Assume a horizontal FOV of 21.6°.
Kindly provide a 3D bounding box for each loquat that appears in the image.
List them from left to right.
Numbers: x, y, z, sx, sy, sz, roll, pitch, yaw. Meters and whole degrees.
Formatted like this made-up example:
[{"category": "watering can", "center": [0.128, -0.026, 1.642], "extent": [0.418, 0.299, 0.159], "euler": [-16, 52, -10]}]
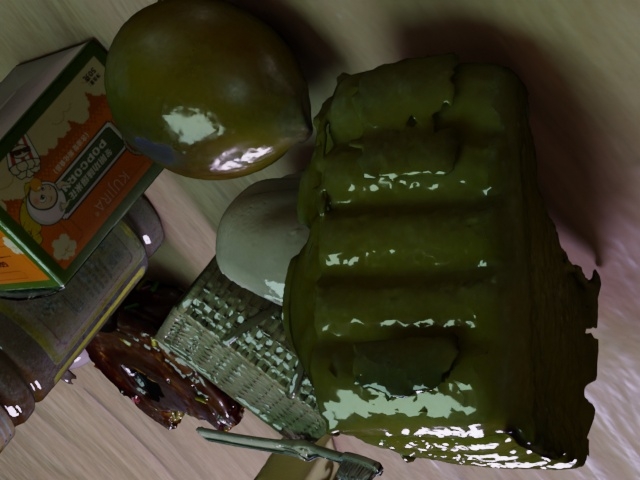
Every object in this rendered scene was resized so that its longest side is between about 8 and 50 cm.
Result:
[{"category": "loquat", "center": [-0.087, -0.118, 1.341], "extent": [0.195, 0.152, 0.152], "euler": [11, 145, 30]}]

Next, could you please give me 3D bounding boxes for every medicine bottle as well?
[{"category": "medicine bottle", "center": [-0.309, 0.073, 1.735], "extent": [0.151, 0.322, 0.151], "euler": [29, 154, 16]}]

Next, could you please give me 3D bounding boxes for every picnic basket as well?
[{"category": "picnic basket", "center": [-0.038, 0.086, 1.634], "extent": [0.196, 0.134, 0.154], "euler": [37, 153, -1]}]

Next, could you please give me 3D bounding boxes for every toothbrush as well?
[{"category": "toothbrush", "center": [-0.036, 0.207, 1.661], "extent": [0.294, 0.028, 0.026], "euler": [7, 143, 54]}]

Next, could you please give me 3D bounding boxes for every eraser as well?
[{"category": "eraser", "center": [-0.020, 0.304, 2.002], "extent": [0.058, 0.117, 0.172], "euler": [20, 150, 24]}]

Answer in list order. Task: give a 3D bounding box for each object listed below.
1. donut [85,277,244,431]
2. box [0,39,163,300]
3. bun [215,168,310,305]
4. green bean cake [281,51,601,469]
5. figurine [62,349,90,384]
[{"category": "donut", "center": [-0.177, 0.127, 1.929], "extent": [0.216, 0.096, 0.230], "euler": [45, 154, -10]}, {"category": "box", "center": [-0.265, -0.064, 1.595], "extent": [0.148, 0.195, 0.177], "euler": [49, 152, -22]}, {"category": "bun", "center": [0.000, 0.000, 1.447], "extent": [0.172, 0.120, 0.173], "euler": [22, -173, -3]}, {"category": "green bean cake", "center": [0.089, 0.027, 1.267], "extent": [0.202, 0.285, 0.310], "euler": [-3, 163, 22]}, {"category": "figurine", "center": [-0.353, 0.098, 2.102], "extent": [0.229, 0.112, 0.137], "euler": [38, 151, 30]}]
